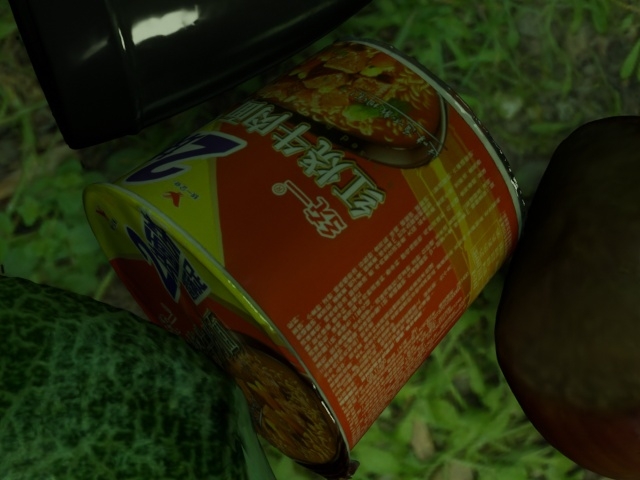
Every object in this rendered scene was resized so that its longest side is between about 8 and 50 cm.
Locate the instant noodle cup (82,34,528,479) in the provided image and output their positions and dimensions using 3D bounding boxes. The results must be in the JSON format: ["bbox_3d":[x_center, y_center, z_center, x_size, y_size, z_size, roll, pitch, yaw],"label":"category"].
[{"bbox_3d":[0.000,0.000,0.733,0.174,0.213,0.213,-41,90,-19],"label":"instant noodle cup"}]

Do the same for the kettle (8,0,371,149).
[{"bbox_3d":[-0.055,-0.195,0.758,0.271,0.251,0.207,-20,111,-11],"label":"kettle"}]

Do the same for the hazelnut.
[{"bbox_3d":[0.204,0.035,0.758,0.210,0.186,0.210,1,70,-4],"label":"hazelnut"}]

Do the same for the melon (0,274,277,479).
[{"bbox_3d":[-0.203,0.156,0.680,0.344,0.226,0.331,-21,69,9],"label":"melon"}]
